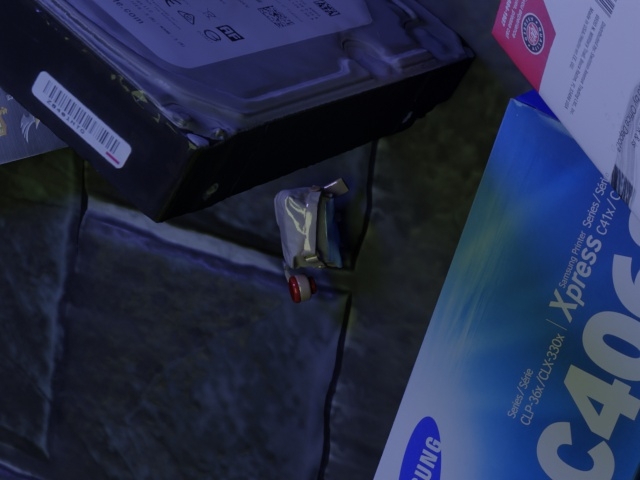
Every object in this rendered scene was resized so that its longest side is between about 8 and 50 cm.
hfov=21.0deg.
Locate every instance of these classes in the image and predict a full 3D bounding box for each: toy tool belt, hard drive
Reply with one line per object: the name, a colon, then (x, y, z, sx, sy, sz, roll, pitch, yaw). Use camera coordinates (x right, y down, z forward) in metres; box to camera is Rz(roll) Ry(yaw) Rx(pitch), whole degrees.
toy tool belt: (0.000, 0.000, 1.199, 0.051, 0.052, 0.083, -12, 108, -12)
hard drive: (-0.073, -0.139, 1.029, 0.237, 0.339, 0.064, 41, 119, 15)

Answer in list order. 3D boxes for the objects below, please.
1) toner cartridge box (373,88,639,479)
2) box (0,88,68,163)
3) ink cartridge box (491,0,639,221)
toner cartridge box: (0.152, 0.087, 1.119, 0.165, 0.075, 0.347, 28, 117, 22)
box: (-0.268, -0.145, 1.311, 0.231, 0.056, 0.183, -10, 98, 33)
ink cartridge box: (0.210, -0.101, 0.938, 0.237, 0.100, 0.172, 56, 156, 27)
